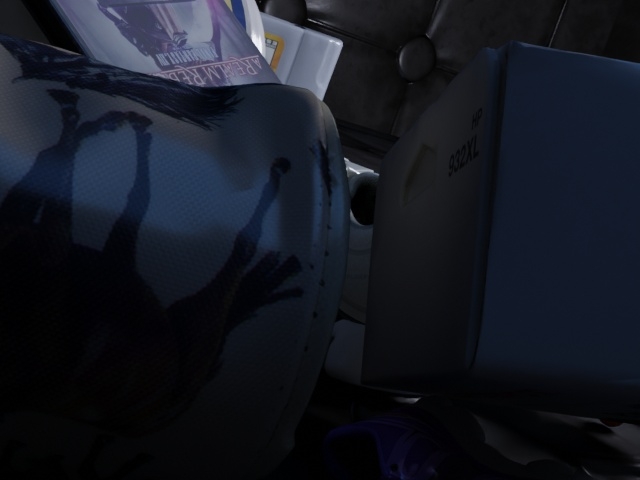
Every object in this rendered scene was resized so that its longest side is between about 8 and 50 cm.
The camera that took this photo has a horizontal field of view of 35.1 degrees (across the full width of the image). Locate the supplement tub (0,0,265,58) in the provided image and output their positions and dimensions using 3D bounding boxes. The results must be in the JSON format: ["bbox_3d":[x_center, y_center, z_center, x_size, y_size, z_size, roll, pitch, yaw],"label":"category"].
[{"bbox_3d":[-0.232,-0.180,0.897,0.316,0.228,0.228,9,14,-45],"label":"supplement tub"}]

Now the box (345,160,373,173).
[{"bbox_3d":[-0.020,-0.043,0.957,0.101,0.087,0.102,22,11,16],"label":"box"}]

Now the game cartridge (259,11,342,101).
[{"bbox_3d":[-0.134,-0.178,1.152,0.297,0.198,0.062,13,11,-29],"label":"game cartridge"}]

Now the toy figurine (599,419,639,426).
[{"bbox_3d":[0.233,0.025,0.727,0.148,0.209,0.213,18,8,29],"label":"toy figurine"}]

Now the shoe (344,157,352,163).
[{"bbox_3d":[0.010,-0.068,1.211,0.081,0.063,0.178,17,13,-39],"label":"shoe"}]

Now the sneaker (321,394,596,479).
[{"bbox_3d":[0.053,0.113,0.389,0.071,0.068,0.170,-3,11,-26],"label":"sneaker"}]

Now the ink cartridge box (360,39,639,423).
[{"bbox_3d":[0.189,0.025,0.471,0.307,0.129,0.223,9,-10,-7],"label":"ink cartridge box"}]

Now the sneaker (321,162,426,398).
[{"bbox_3d":[0.000,0.000,0.694,0.110,0.118,0.292,10,12,-34],"label":"sneaker"}]

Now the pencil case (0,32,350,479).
[{"bbox_3d":[-0.199,-0.033,0.358,0.410,0.160,0.183,17,27,-12],"label":"pencil case"}]

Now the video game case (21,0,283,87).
[{"bbox_3d":[-0.131,-0.165,0.773,0.274,0.026,0.196,55,34,7],"label":"video game case"}]
